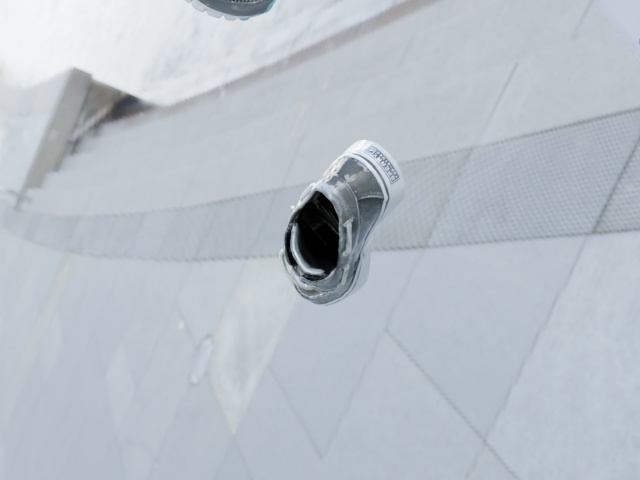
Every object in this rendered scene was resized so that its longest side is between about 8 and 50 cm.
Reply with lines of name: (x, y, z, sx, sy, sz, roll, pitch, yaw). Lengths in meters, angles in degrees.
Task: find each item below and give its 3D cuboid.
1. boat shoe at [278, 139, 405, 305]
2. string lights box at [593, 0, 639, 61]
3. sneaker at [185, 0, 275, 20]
boat shoe: (0.000, 0.000, 0.894, 0.070, 0.078, 0.219, -37, -16, -27)
string lights box: (0.093, -0.200, 0.386, 0.133, 0.260, 0.077, -46, 10, -32)
sneaker: (-0.110, -0.253, 0.975, 0.065, 0.166, 0.076, -65, 9, -21)
